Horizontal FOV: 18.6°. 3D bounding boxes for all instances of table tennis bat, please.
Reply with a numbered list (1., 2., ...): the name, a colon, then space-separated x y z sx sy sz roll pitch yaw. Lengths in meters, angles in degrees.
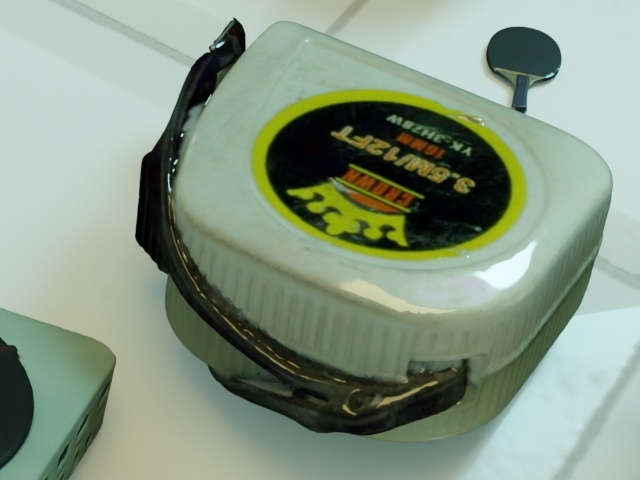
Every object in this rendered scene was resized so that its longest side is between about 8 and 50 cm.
1. table tennis bat: 0.132 -0.112 1.279 0.050 0.007 0.083 10 46 1

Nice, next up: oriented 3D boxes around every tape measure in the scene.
1. tape measure: 0.000 0.000 1.085 0.271 0.133 0.231 27 43 18

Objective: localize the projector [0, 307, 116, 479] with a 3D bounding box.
1. projector: -0.258 0.093 0.957 0.259 0.079 0.257 17 25 5
